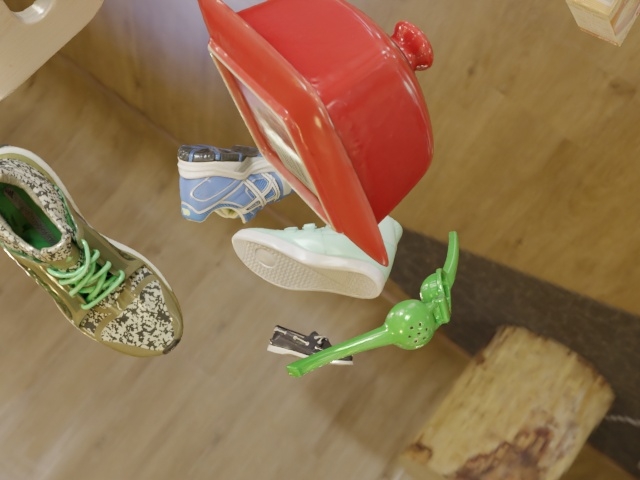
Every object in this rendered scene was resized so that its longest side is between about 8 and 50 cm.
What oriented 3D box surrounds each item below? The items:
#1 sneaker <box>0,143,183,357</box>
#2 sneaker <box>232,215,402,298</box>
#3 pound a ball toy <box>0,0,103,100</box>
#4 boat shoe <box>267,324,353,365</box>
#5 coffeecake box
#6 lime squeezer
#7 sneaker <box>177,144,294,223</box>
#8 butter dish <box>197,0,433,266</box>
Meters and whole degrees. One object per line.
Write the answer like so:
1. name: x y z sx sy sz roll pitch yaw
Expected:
1. sneaker: -0.369 0.034 1.423 0.410 0.158 0.182 44 178 -11
2. sneaker: 0.000 0.000 1.499 0.256 0.151 0.094 13 138 21
3. pound a ball toy: -0.228 -0.225 0.426 0.208 0.135 0.319 40 170 15
4. boat shoe: -0.011 0.132 1.220 0.125 0.038 0.046 6 171 39
5. coffeecake box: 0.400 -0.354 1.298 0.068 0.142 0.185 31 -171 19
6. lime squeezer: 0.106 0.077 1.110 0.110 0.310 0.058 -16 108 53
7. sneaker: -0.086 -0.065 1.119 0.080 0.081 0.211 18 -166 40
8. butter dish: 0.017 -0.093 0.602 0.160 0.118 0.160 47 168 42
